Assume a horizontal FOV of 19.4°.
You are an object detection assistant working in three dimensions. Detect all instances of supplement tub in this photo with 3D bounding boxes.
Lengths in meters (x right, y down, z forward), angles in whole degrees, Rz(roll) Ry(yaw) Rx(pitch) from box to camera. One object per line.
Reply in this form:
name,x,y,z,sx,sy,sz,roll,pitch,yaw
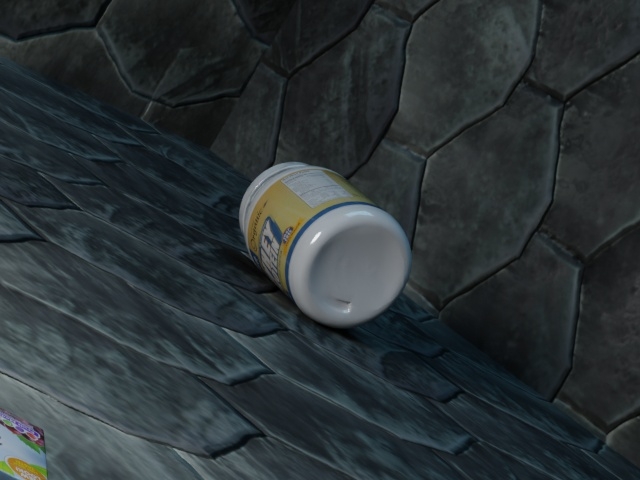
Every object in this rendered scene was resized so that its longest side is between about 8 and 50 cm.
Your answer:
supplement tub,0.000,0.000,2.117,0.144,0.144,0.200,27,8,-31

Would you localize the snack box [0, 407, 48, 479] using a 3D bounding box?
snack box,-0.211,0.097,0.974,0.141,0.037,0.100,29,9,-16
